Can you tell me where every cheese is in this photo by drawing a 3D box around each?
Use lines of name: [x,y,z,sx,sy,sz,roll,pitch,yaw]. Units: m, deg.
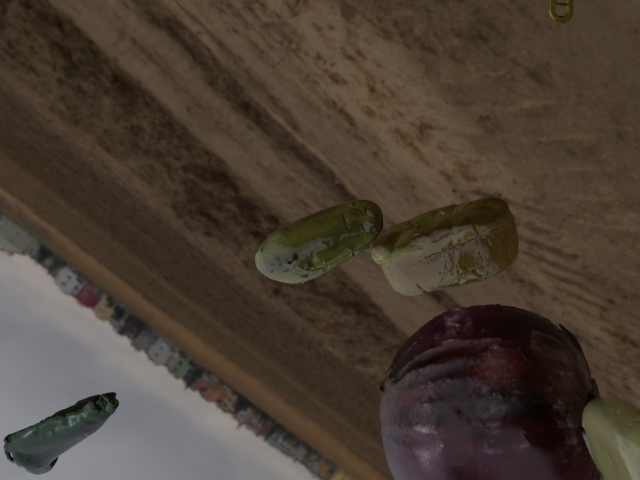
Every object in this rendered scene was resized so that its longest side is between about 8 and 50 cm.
cheese: [0.297,0.205,0.592,0.255,0.050,0.127,55,-162,-77]

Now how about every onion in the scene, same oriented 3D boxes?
onion: [0.217,0.263,0.858,0.281,0.260,0.337,-2,139,17]

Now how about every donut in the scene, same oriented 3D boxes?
donut: [0.233,0.009,1.223,0.261,0.208,0.128,-14,100,35]

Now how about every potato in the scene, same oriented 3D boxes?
potato: [0.000,0.000,0.918,0.085,0.188,0.105,63,177,21]

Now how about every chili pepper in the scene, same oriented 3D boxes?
chili pepper: [-0.404,0.298,1.053,0.108,0.216,0.062,21,-144,-60]

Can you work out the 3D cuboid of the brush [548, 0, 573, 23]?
brush: [0.306,-0.385,0.840,0.082,0.218,0.010,1,-175,-9]
